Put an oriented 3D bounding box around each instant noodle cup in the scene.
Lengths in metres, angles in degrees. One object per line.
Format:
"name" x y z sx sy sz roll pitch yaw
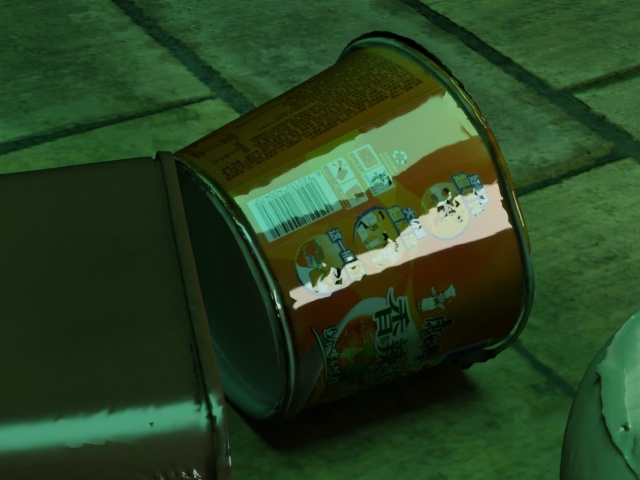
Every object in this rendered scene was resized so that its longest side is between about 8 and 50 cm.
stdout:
"instant noodle cup" 0.000 0.000 1.191 0.214 0.296 0.296 -23 44 -24

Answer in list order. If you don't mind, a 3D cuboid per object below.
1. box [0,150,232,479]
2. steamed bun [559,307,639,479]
"box" -0.195 0.118 1.011 0.229 0.239 0.339 -4 37 -12
"steamed bun" 0.343 0.193 0.992 0.374 0.241 0.374 1 36 -1
